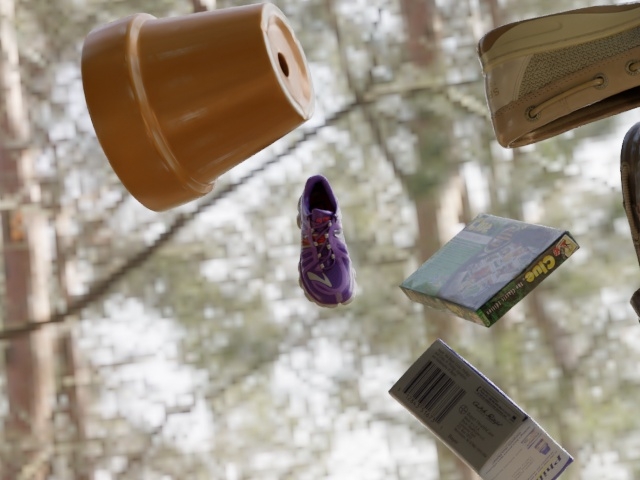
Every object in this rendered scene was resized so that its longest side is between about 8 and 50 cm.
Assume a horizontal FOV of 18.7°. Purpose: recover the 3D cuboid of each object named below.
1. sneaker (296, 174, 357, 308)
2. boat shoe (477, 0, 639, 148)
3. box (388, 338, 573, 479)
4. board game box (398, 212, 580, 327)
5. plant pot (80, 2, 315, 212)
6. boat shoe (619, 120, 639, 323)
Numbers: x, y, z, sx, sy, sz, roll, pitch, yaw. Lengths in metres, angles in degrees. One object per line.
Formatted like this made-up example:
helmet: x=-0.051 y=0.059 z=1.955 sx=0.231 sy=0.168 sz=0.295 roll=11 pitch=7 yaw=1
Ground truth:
sneaker: x=0.000 y=0.000 z=2.277 sx=0.068 sy=0.170 sz=0.071 roll=-11 pitch=-27 yaw=-3
boat shoe: x=0.272 y=-0.136 z=1.462 sx=0.302 sy=0.098 sz=0.109 roll=-11 pitch=-12 yaw=10
box: x=0.149 y=0.171 z=1.782 sx=0.072 sy=0.126 sz=0.137 roll=-48 pitch=-33 yaw=-1
board game box: x=0.183 y=0.030 z=2.161 sx=0.136 sy=0.030 sz=0.259 roll=-43 pitch=14 yaw=-8
plant pot: x=-0.115 y=-0.154 z=2.001 sx=0.188 sy=0.205 sz=0.205 roll=-19 pitch=-18 yaw=18
boat shoe: x=0.334 y=0.047 z=1.613 sx=0.132 sy=0.355 sz=0.130 roll=-23 pitch=23 yaw=-24
